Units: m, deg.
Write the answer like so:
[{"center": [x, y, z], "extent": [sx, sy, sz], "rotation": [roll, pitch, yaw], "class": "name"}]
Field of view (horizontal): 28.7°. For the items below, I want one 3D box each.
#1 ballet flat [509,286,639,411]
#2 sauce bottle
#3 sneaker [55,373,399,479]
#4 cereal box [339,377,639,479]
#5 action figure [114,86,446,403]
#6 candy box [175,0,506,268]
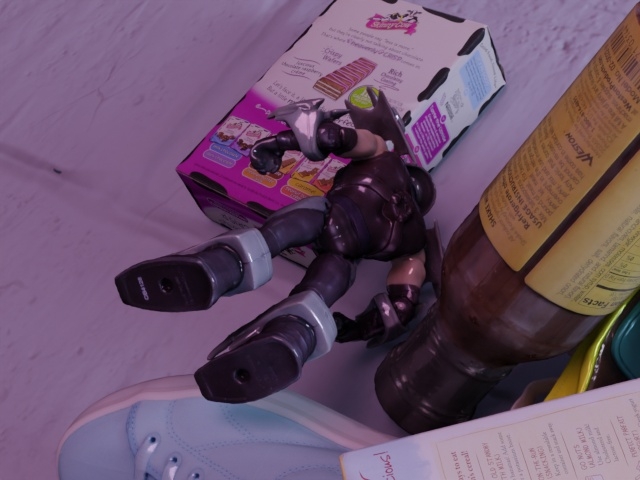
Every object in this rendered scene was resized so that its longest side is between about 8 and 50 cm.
[{"center": [0.175, 0.089, 0.804], "extent": [0.077, 0.077, 0.231], "rotation": [11, 59, 50], "class": "ballet flat"}, {"center": [0.146, -0.006, 0.751], "extent": [0.344, 0.111, 0.111], "rotation": [-52, 35, 35], "class": "sauce bottle"}, {"center": [-0.037, 0.172, 0.749], "extent": [0.366, 0.135, 0.150], "rotation": [6, 14, 29], "class": "sneaker"}, {"center": [0.142, 0.159, 0.618], "extent": [0.240, 0.047, 0.173], "rotation": [-14, 53, 2], "class": "cereal box"}, {"center": [0.000, 0.000, 0.847], "extent": [0.099, 0.185, 0.285], "rotation": [-25, 5, 38], "class": "action figure"}, {"center": [0.018, -0.094, 1.024], "extent": [0.159, 0.071, 0.233], "rotation": [27, 68, 39], "class": "candy box"}]
